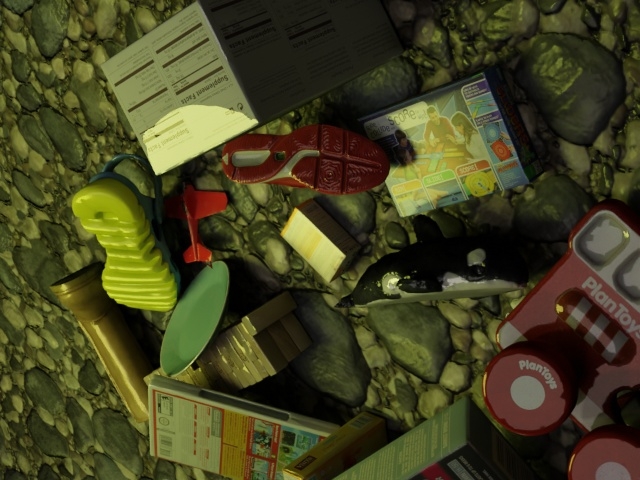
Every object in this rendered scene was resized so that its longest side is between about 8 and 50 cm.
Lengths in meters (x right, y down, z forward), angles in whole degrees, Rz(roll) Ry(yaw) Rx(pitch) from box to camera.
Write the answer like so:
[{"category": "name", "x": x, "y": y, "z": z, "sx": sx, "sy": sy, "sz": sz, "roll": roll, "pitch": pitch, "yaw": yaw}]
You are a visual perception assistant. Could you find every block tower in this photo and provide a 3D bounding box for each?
[{"category": "block tower", "x": -0.146, "y": 0.186, "z": 1.752, "sx": 0.097, "sy": 0.091, "sz": 0.335, "roll": 56, "pitch": 138, "yaw": 0}]

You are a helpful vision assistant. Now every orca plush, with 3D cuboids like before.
[{"category": "orca plush", "x": 0.134, "y": 0.021, "z": 1.405, "sx": 0.287, "sy": 0.151, "sz": 0.102, "roll": 161, "pitch": 110, "yaw": -63}]

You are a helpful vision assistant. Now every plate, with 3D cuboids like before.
[{"category": "plate", "x": -0.179, "y": 0.118, "z": 1.705, "sx": 0.024, "sy": 0.188, "sz": 0.188, "roll": 28, "pitch": 144, "yaw": -25}]

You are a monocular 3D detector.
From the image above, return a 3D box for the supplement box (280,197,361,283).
[{"category": "supplement box", "x": 0.000, "y": 0.000, "z": 1.547, "sx": 0.098, "sy": 0.036, "sz": 0.062, "roll": 45, "pitch": 136, "yaw": 13}]

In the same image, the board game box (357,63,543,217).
[{"category": "board game box", "x": 0.148, "y": -0.111, "z": 1.348, "sx": 0.201, "sy": 0.035, "sz": 0.136, "roll": -14, "pitch": 103, "yaw": 46}]

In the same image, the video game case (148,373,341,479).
[{"category": "video game case", "x": -0.119, "y": 0.301, "z": 1.727, "sx": 0.285, "sy": 0.025, "sz": 0.204, "roll": 15, "pitch": 139, "yaw": 6}]

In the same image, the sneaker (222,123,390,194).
[{"category": "sneaker", "x": 0.000, "y": -0.102, "z": 1.448, "sx": 0.221, "sy": 0.128, "sz": 0.087, "roll": 9, "pitch": 96, "yaw": 25}]

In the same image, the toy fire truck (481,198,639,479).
[{"category": "toy fire truck", "x": 0.341, "y": 0.137, "z": 1.239, "sx": 0.302, "sy": 0.169, "sz": 0.254, "roll": 44, "pitch": 116, "yaw": 14}]

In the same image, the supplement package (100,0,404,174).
[{"category": "supplement package", "x": -0.076, "y": -0.209, "z": 1.329, "sx": 0.204, "sy": 0.262, "sz": 0.145, "roll": -20, "pitch": 98, "yaw": 47}]

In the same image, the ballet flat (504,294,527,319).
[{"category": "ballet flat", "x": 0.240, "y": 0.092, "z": 1.381, "sx": 0.041, "sy": 0.041, "sz": 0.114, "roll": 36, "pitch": 132, "yaw": 22}]

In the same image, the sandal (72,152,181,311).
[{"category": "sandal", "x": -0.272, "y": -0.011, "z": 1.738, "sx": 0.126, "sy": 0.138, "sz": 0.317, "roll": 7, "pitch": 141, "yaw": 9}]

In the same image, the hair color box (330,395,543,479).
[{"category": "hair color box", "x": 0.095, "y": 0.381, "z": 1.481, "sx": 0.374, "sy": 0.113, "sz": 0.185, "roll": -36, "pitch": 106, "yaw": 21}]

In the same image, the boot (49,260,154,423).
[{"category": "boot", "x": -0.331, "y": 0.169, "z": 1.873, "sx": 0.269, "sy": 0.089, "sz": 0.236, "roll": 62, "pitch": 175, "yaw": -3}]

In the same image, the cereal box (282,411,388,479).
[{"category": "cereal box", "x": 0.035, "y": 0.387, "z": 1.641, "sx": 0.047, "sy": 0.173, "sz": 0.240, "roll": 14, "pitch": 123, "yaw": 42}]

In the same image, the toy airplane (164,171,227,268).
[{"category": "toy airplane", "x": -0.188, "y": -0.027, "z": 1.703, "sx": 0.151, "sy": 0.028, "sz": 0.151, "roll": 18, "pitch": 117, "yaw": 40}]
